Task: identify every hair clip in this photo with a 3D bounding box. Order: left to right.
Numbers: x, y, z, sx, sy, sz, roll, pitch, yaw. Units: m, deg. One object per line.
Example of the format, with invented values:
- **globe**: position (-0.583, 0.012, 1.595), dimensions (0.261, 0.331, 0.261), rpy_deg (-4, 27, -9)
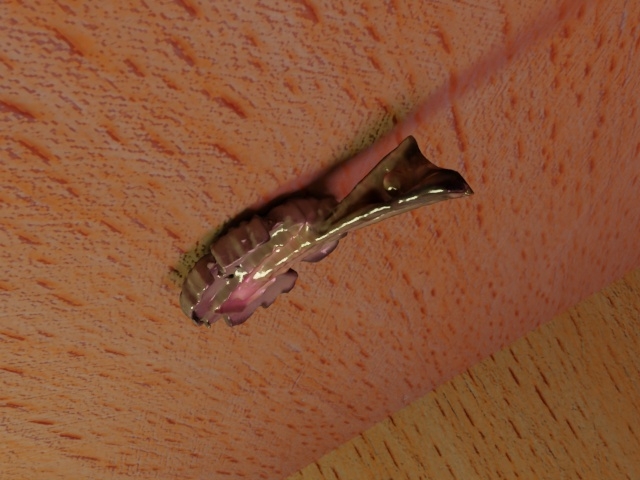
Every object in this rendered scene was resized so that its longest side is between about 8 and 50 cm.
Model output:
- **hair clip**: position (-0.001, -0.008, 1.033), dimensions (0.300, 0.069, 0.173), rpy_deg (-29, 164, 32)
